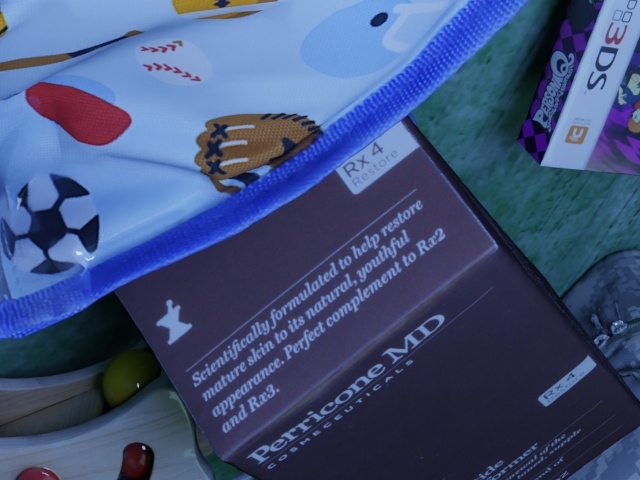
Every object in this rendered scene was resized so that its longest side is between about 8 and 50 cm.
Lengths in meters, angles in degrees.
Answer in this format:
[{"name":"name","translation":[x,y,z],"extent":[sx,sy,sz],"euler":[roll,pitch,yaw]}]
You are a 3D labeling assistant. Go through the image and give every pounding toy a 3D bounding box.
[{"name":"pounding toy","translation":[-0.190,0.124,1.207],"extent":[0.269,0.155,0.154],"euler":[-28,117,17]}]

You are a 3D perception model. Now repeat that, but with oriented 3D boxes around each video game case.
[{"name":"video game case","translation":[0.260,-0.135,1.144],"extent":[0.232,0.042,0.210],"euler":[5,120,-26]}]

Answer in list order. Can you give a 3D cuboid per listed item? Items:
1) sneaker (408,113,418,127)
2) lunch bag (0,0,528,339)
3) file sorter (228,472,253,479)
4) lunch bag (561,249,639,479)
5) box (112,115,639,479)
[{"name":"sneaker","translation":[0.000,0.000,1.188],"extent":[0.090,0.081,0.232],"euler":[-1,137,-53]},{"name":"lunch bag","translation":[-0.073,-0.192,0.702],"extent":[0.239,0.328,0.385],"euler":[22,124,-39]},{"name":"file sorter","translation":[-0.047,0.277,1.321],"extent":[0.173,0.278,0.193],"euler":[-29,143,-3]},{"name":"lunch bag","translation":[0.238,0.197,1.372],"extent":[0.212,0.256,0.305],"euler":[25,124,-24]},{"name":"box","translation":[0.056,0.072,1.130],"extent":[0.191,0.143,0.381],"euler":[-39,150,7]}]
